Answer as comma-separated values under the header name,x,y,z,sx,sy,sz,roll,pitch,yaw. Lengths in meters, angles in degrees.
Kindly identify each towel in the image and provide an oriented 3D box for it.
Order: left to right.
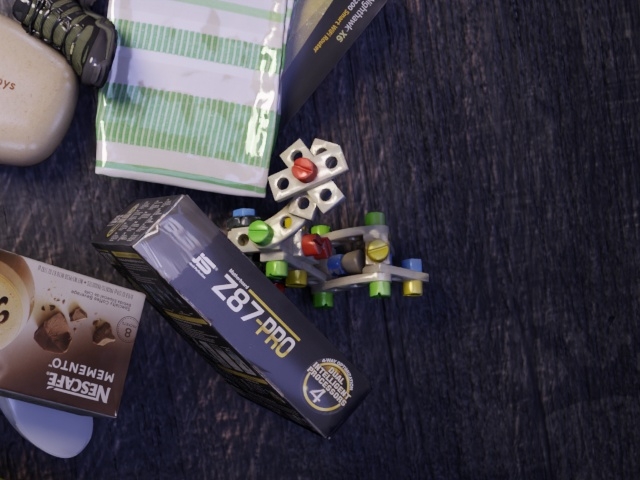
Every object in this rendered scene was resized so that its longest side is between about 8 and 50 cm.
name,x,y,z,sx,sy,sz,roll,pitch,yaw
towel,-0.161,-0.229,1.579,0.248,0.038,0.324,7,94,-13

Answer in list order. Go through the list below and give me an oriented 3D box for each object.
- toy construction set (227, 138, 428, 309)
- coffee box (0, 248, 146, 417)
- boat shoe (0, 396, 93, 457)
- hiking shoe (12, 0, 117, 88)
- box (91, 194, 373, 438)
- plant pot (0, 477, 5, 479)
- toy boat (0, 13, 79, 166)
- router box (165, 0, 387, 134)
name,x,y,z,sx,sy,sz,roll,pitch,yaw
toy construction set,0.000,0.000,1.604,0.215,0.327,0.151,-6,61,20
coffee box,-0.386,0.108,1.495,0.297,0.119,0.168,21,73,-32
boat shoe,-0.424,0.170,1.599,0.301,0.102,0.108,50,58,-20
hiking shoe,-0.333,-0.269,1.529,0.114,0.227,0.086,3,128,-31
box,-0.129,0.087,1.512,0.318,0.395,0.097,45,78,-12
plant pot,-0.535,0.400,1.484,0.353,0.366,0.366,36,85,-3
toy boat,-0.478,-0.148,1.550,0.268,0.148,0.318,28,80,-19
router box,-0.098,-0.291,1.651,0.243,0.081,0.309,39,85,-14
